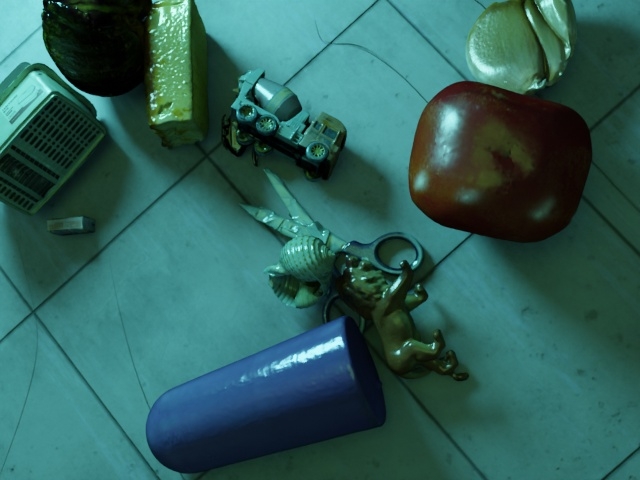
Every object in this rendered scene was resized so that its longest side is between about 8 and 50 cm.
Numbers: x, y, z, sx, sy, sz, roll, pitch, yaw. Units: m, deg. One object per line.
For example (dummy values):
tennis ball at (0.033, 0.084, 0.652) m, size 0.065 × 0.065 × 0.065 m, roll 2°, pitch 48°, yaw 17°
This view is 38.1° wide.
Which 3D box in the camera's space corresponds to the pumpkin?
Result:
pumpkin at (-0.450, -0.451, 1.896) m, size 0.192 × 0.320 × 0.321 m, roll -3°, pitch 80°, yaw 6°

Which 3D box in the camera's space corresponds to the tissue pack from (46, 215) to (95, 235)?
tissue pack at (-0.527, -0.030, 1.960) m, size 0.083 × 0.063 × 0.035 m, roll -6°, pitch 83°, yaw 12°

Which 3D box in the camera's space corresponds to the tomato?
tomato at (0.322, -0.141, 1.693) m, size 0.325 × 0.290 × 0.293 m, roll 22°, pitch 86°, yaw 8°

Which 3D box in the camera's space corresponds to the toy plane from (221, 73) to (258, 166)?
toy plane at (-0.165, -0.252, 1.934) m, size 0.078 × 0.053 × 0.197 m, roll 1°, pitch 82°, yaw 3°

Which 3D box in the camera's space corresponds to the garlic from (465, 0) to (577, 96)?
garlic at (0.395, -0.368, 1.814) m, size 0.217 × 0.110 × 0.228 m, roll -9°, pitch 66°, yaw 22°

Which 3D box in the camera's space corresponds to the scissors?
scissors at (0.000, 0.000, 1.866) m, size 0.383 × 0.029 × 0.256 m, roll 42°, pitch 90°, yaw 14°

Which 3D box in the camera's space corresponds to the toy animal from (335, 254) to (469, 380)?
toy animal at (0.143, 0.156, 1.770) m, size 0.157 × 0.097 × 0.312 m, roll -26°, pitch 85°, yaw 14°

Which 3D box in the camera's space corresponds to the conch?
conch at (-0.027, 0.059, 1.795) m, size 0.102 × 0.153 × 0.135 m, roll -19°, pitch 85°, yaw -36°

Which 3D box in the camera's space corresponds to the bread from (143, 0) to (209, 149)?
bread at (-0.294, -0.343, 1.905) m, size 0.114 × 0.185 × 0.275 m, roll -1°, pitch 80°, yaw 2°

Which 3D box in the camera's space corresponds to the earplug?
earplug at (-0.118, 0.310, 1.754) m, size 0.455 × 0.215 × 0.215 m, roll -20°, pitch 77°, yaw 11°

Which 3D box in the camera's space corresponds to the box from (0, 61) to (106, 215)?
box at (-0.610, -0.211, 1.929) m, size 0.290 × 0.220 × 0.166 m, roll -47°, pitch 53°, yaw 0°

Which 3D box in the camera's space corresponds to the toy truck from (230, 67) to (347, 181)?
toy truck at (-0.067, -0.237, 1.863) m, size 0.256 × 0.108 × 0.140 m, roll 28°, pitch 67°, yaw 6°
